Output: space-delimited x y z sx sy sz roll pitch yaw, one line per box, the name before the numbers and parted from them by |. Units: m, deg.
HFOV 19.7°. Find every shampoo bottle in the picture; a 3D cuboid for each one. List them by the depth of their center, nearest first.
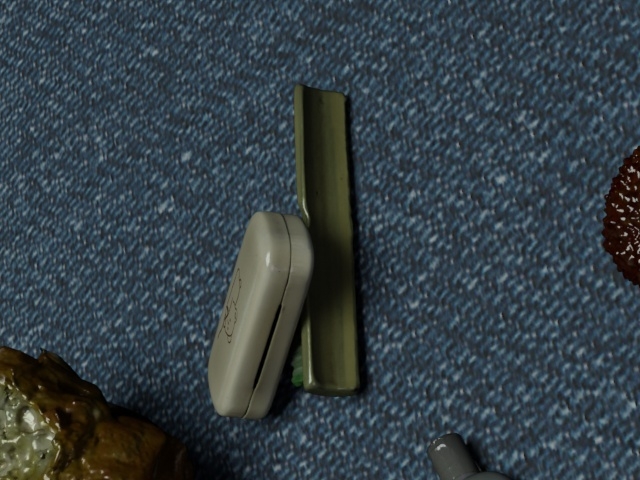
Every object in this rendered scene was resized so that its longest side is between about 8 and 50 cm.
shampoo bottle | 0.128 0.221 1.412 0.080 0.040 0.165 -46 52 25

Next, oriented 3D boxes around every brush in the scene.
brush | 0.000 0.000 1.596 0.048 0.054 0.282 -32 54 55

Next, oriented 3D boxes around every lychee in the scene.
lychee | 0.261 -0.016 1.311 0.123 0.123 0.129 -2 40 43

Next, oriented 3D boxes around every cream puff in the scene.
cream puff | -0.227 0.195 1.609 0.269 0.241 0.155 32 83 5

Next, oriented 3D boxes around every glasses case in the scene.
glasses case | -0.052 0.066 1.572 0.083 0.050 0.196 -106 27 -53
